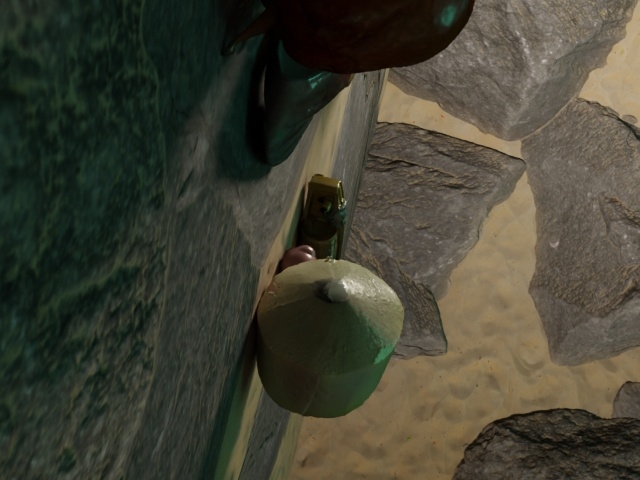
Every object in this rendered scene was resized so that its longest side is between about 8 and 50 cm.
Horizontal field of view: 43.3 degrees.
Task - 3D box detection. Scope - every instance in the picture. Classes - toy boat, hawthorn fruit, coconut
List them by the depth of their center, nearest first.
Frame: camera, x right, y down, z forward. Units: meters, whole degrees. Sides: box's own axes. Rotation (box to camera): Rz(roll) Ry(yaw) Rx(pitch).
[{"bbox_3d":[0.009,-0.239,0.735,0.207,0.243,0.207,60,-3,5],"label":"hawthorn fruit"},{"bbox_3d":[-0.034,-0.165,1.016,0.282,0.096,0.206,120,-5,-62],"label":"toy boat"},{"bbox_3d":[0.009,0.151,1.328,0.244,0.239,0.239,105,2,-49],"label":"coconut"},{"bbox_3d":[0.000,0.000,1.598,0.310,0.089,0.115,97,11,-51],"label":"toy boat"}]

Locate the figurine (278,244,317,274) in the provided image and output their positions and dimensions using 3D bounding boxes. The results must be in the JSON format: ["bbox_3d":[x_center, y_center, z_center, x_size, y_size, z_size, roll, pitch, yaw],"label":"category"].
[{"bbox_3d":[-0.040,0.049,1.425,0.067,0.071,0.083,11,83,-43],"label":"figurine"}]

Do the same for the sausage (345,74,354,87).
[{"bbox_3d":[0.053,-0.360,1.438,0.066,0.066,0.301,97,10,-48],"label":"sausage"}]
